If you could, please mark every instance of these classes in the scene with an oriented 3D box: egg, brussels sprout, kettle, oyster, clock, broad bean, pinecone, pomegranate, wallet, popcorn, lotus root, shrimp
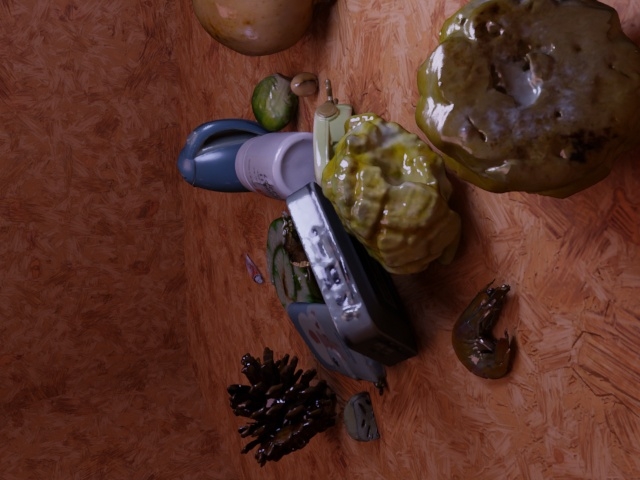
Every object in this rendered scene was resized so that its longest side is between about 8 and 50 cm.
[{"bbox_3d":[-0.050,-0.457,1.819,0.071,0.083,0.071,37,134,52],"label":"egg"},{"bbox_3d":[-0.148,-0.441,1.969,0.161,0.144,0.180,-115,45,-73],"label":"brussels sprout"},{"bbox_3d":[-0.325,-0.306,2.162,0.247,0.342,0.319,64,151,32],"label":"kettle"},{"bbox_3d":[-0.066,0.000,1.439,0.045,0.122,0.146,-3,106,25],"label":"oyster"},{"bbox_3d":[0.043,-0.249,1.582,0.235,0.096,0.307,52,-144,-73],"label":"clock"},{"bbox_3d":[0.150,0.321,1.738,0.069,0.039,0.226,163,95,-72],"label":"broad bean"},{"bbox_3d":[-0.149,0.534,2.069,0.384,0.385,0.384,36,130,57],"label":"pinecone"},{"bbox_3d":[-0.153,-0.685,1.639,0.411,0.412,0.411,36,130,57],"label":"pomegranate"},{"bbox_3d":[0.049,0.278,1.729,0.252,0.083,0.360,59,157,-11],"label":"wallet"},{"bbox_3d":[0.143,-0.081,1.327,0.292,0.294,0.334,110,158,-45],"label":"popcorn"},{"bbox_3d":[0.107,0.542,1.873,0.144,0.070,0.143,130,126,-60],"label":"lotus root"},{"bbox_3d":[0.336,0.185,1.261,0.150,0.068,0.248,40,141,37],"label":"shrimp"}]

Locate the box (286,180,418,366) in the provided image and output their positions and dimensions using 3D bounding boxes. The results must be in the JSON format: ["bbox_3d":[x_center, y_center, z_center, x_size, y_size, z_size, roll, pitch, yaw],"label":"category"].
[{"bbox_3d":[0.083,0.088,1.467,0.396,0.111,0.395,38,-155,-62],"label":"box"}]

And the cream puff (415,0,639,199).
[{"bbox_3d":[0.311,-0.204,0.944,0.257,0.325,0.290,20,-105,-78],"label":"cream puff"}]

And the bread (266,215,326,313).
[{"bbox_3d":[-0.067,0.099,2.012,0.382,0.129,0.365,-7,93,66],"label":"bread"}]

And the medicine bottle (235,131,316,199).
[{"bbox_3d":[-0.117,-0.226,1.898,0.371,0.211,0.210,17,115,63],"label":"medicine bottle"}]

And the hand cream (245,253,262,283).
[{"bbox_3d":[-0.285,0.125,2.615,0.052,0.038,0.216,-62,31,11],"label":"hand cream"}]

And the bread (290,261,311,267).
[{"bbox_3d":[0.000,0.000,1.756,0.132,0.191,0.114,17,118,57],"label":"bread"}]
